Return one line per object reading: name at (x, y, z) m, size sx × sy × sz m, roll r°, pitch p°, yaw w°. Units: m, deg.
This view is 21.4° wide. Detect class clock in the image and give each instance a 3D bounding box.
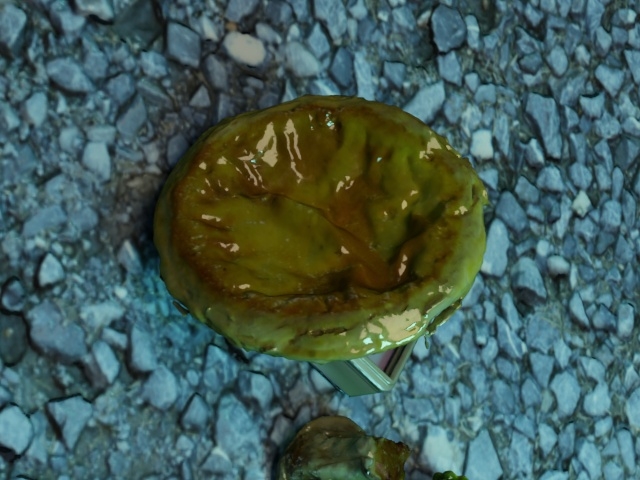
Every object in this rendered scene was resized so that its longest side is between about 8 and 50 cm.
clock at (0.047, 0.054, 1.840) m, size 0.147 × 0.071 × 0.192 m, roll 45°, pitch 58°, yaw -24°

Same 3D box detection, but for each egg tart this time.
egg tart at (-0.001, 0.000, 1.713) m, size 0.132 × 0.341 × 0.341 m, roll 84°, pitch 29°, yaw -58°

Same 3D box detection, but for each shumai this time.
shumai at (0.034, 0.248, 1.767) m, size 0.145 × 0.116 × 0.145 m, roll 6°, pitch 81°, yaw -38°

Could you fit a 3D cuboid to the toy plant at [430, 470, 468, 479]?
toy plant at (0.120, 0.327, 1.839) m, size 0.093 × 0.093 × 0.162 m, roll 40°, pitch 57°, yaw -27°
